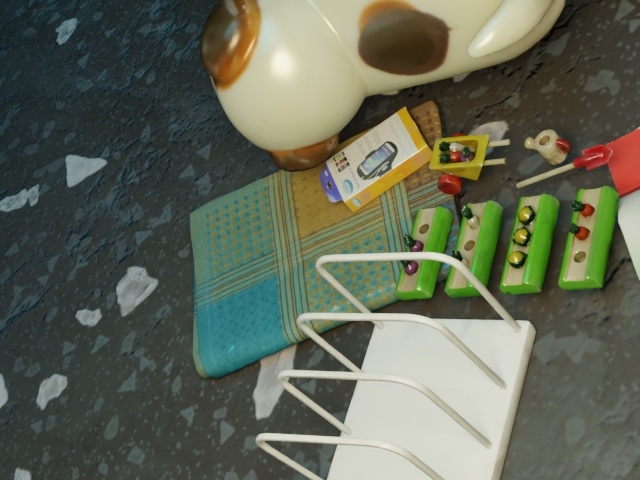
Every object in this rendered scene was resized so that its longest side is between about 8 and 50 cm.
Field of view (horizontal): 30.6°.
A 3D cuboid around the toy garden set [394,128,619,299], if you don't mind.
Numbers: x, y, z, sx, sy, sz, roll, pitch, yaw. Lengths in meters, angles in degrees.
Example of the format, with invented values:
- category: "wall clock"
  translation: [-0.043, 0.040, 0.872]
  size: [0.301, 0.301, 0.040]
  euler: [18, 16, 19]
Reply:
- category: "toy garden set"
  translation: [0.194, -0.042, 1.241]
  size: [0.244, 0.049, 0.204]
  euler: [-7, 55, 40]

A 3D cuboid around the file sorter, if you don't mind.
- category: "file sorter"
  translation: [0.062, 0.170, 1.154]
  size: [0.192, 0.173, 0.278]
  euler: [-2, 59, 38]

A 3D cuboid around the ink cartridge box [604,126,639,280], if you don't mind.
- category: "ink cartridge box"
  translation: [0.381, -0.067, 1.167]
  size: [0.181, 0.056, 0.225]
  euler: [-26, 48, 21]

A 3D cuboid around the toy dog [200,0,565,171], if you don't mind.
- category: "toy dog"
  translation: [0.065, -0.249, 1.358]
  size: [0.408, 0.284, 0.395]
  euler: [-27, 46, 13]

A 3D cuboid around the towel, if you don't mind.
- category: "towel"
  translation: [0.000, 0.000, 1.435]
  size: [0.370, 0.040, 0.271]
  euler: [-24, 48, 21]

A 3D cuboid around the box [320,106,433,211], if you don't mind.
- category: "box"
  translation: [0.065, -0.093, 1.410]
  size: [0.136, 0.028, 0.081]
  euler: [-35, 44, 13]
